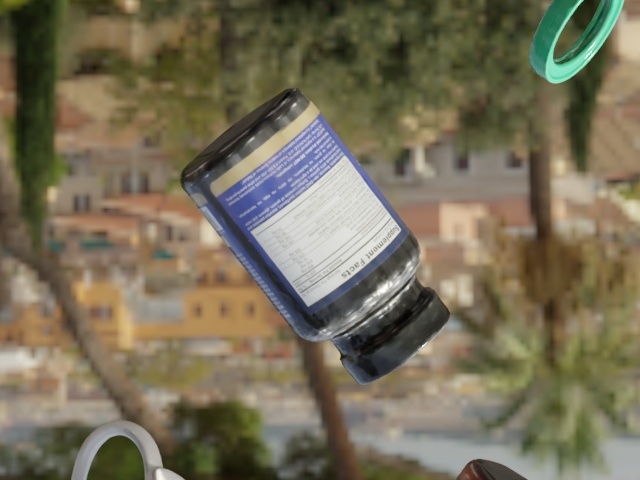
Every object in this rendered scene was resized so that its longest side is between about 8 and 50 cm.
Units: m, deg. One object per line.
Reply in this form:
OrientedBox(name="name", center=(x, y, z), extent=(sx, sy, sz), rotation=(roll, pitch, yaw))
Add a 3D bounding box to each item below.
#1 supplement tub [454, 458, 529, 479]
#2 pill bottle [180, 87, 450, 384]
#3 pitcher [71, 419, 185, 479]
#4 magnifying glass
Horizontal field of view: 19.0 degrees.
OrientedBox(name="supplement tub", center=(0.112, 0.283, 1.550), extent=(0.106, 0.198, 0.106), rotation=(31, -168, -7))
OrientedBox(name="pill bottle", center=(0.000, 0.000, 1.491), extent=(0.123, 0.219, 0.123), rotation=(-37, -172, 6))
OrientedBox(name="pitcher", center=(-0.166, 0.259, 1.474), extent=(0.207, 0.178, 0.125), rotation=(-47, 155, 10))
OrientedBox(name="magnifying glass", center=(0.227, -0.223, 1.469), extent=(0.026, 0.231, 0.092), rotation=(40, -151, 24))
